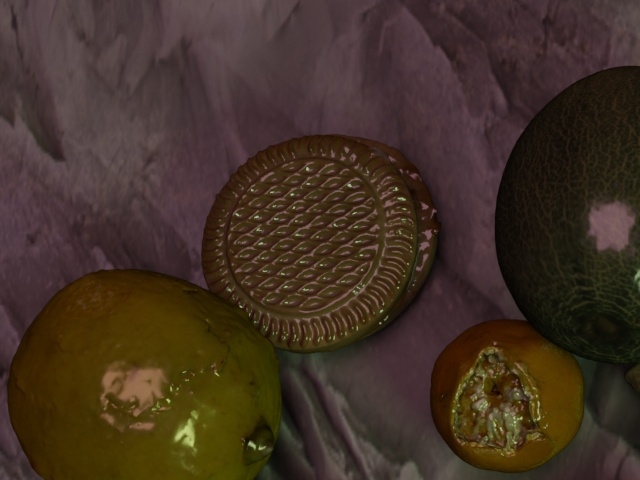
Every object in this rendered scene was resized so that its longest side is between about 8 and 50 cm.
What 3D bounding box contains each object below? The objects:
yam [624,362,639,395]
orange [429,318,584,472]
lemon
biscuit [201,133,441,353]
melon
[{"bbox_3d":[0.434,0.229,1.365,0.081,0.081,0.357,-42,68,-3],"label":"yam"},{"bbox_3d":[0.180,0.149,1.427,0.154,0.134,0.155,-8,67,20],"label":"orange"},{"bbox_3d":[-0.178,0.153,1.461,0.260,0.260,0.284,-42,62,-3],"label":"lemon"},{"bbox_3d":[0.000,0.000,1.561,0.259,0.079,0.259,-6,69,15],"label":"biscuit"},{"bbox_3d":[0.289,-0.029,1.404,0.237,0.237,0.302,4,49,16],"label":"melon"}]
